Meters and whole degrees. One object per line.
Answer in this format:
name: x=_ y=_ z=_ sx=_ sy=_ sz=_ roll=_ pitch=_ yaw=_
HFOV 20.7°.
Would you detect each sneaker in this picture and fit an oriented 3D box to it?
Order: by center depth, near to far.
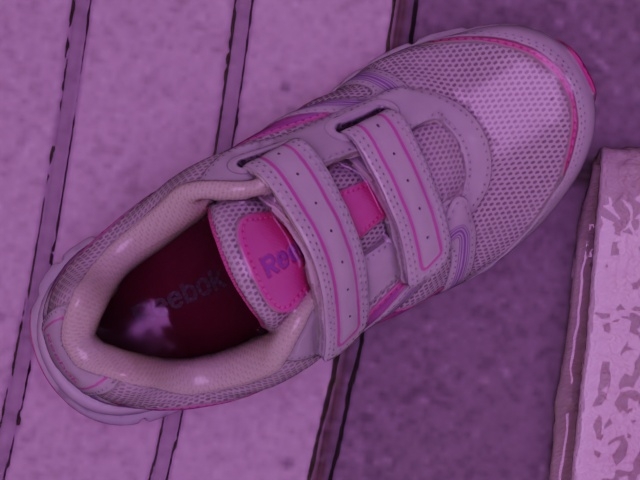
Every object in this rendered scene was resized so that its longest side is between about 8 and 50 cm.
sneaker: x=0.000 y=0.000 z=0.682 sx=0.252 sy=0.111 sz=0.103 roll=-33 pitch=94 yaw=0

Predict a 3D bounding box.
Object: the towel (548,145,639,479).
towel: x=0.189 y=0.110 z=0.727 sx=0.187 sy=0.049 sz=0.282 roll=6 pitch=92 yaw=-3
